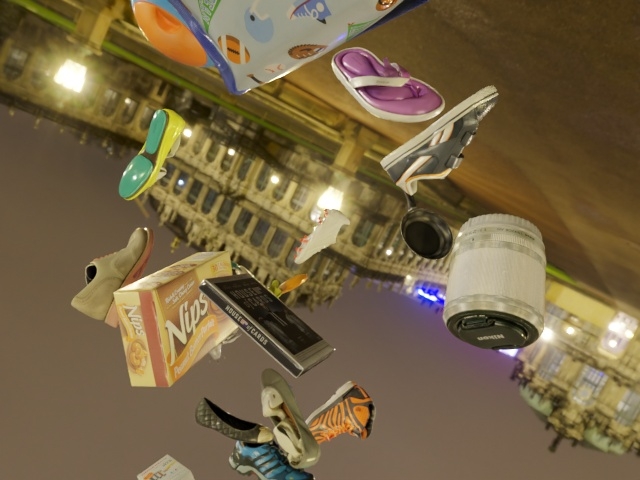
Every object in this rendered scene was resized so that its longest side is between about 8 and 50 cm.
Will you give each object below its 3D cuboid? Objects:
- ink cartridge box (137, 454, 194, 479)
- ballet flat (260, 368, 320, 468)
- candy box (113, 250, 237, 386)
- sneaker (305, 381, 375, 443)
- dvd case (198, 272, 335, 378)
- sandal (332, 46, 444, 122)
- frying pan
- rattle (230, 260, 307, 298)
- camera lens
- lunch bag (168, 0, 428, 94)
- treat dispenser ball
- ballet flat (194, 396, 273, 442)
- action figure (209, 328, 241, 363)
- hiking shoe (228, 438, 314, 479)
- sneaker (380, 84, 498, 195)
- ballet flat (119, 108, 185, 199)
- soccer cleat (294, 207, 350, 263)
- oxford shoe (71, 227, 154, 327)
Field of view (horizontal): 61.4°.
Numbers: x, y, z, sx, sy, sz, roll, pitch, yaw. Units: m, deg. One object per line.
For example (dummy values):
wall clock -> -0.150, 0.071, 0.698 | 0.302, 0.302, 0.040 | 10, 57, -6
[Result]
ink cartridge box -> -0.514, 0.839, 1.830 | 0.128, 0.127, 0.176 | -28, -162, -37
ballet flat -> -0.075, 0.346, 1.062 | 0.068, 0.072, 0.213 | 2, -135, -50
candy box -> -0.275, 0.144, 1.099 | 0.087, 0.183, 0.316 | -4, -170, 17
sneaker -> 0.066, 0.676, 1.948 | 0.180, 0.321, 0.124 | 39, 170, 36
dvd case -> -0.094, 0.148, 1.001 | 0.238, 0.030, 0.179 | 40, -168, 14
sandal -> 0.157, -0.440, 1.456 | 0.416, 0.169, 0.102 | 43, 161, 38
frying pan -> 0.316, -0.066, 1.847 | 0.326, 0.197, 0.053 | 48, 148, 9
rattle -> -0.159, 0.080, 1.445 | 0.200, 0.143, 0.130 | 47, -170, 9
camera lens -> 0.411, 0.104, 1.269 | 0.219, 0.274, 0.219 | 12, 149, 7
lunch bag -> 0.033, -0.402, 0.739 | 0.327, 0.385, 0.239 | -11, 121, 46
treat dispenser ball -> -0.267, -0.531, 1.183 | 0.288, 0.288, 0.288 | 26, -174, -3
ballet flat -> -0.173, 0.359, 1.067 | 0.173, 0.049, 0.057 | 14, -179, 15
action figure -> -0.326, 0.216, 1.516 | 0.185, 0.099, 0.285 | -16, -119, -19
hiking shoe -> -0.158, 0.730, 1.779 | 0.304, 0.132, 0.113 | 14, -177, 14
sneaker -> 0.305, -0.232, 1.299 | 0.127, 0.321, 0.126 | 55, -149, 1
ballet flat -> -0.375, -0.188, 1.230 | 0.077, 0.231, 0.077 | 37, -166, 28
soccer cleat -> 0.000, 0.000, 1.411 | 0.076, 0.196, 0.068 | 30, -150, -16
oxford shoe -> -0.578, 0.070, 1.537 | 0.146, 0.140, 0.397 | 22, -152, -15
